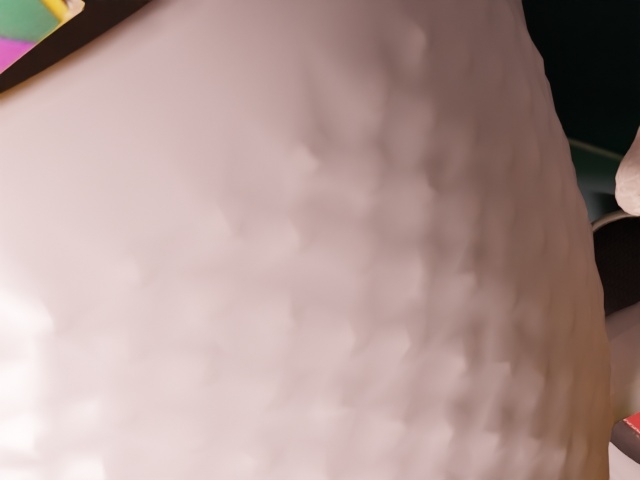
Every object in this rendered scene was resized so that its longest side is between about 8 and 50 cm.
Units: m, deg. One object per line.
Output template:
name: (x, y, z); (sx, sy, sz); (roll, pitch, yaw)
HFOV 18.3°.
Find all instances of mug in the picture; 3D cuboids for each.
mug: (0.000, 0.000, 0.655); (0.374, 0.276, 0.328); (-24, 124, 5)

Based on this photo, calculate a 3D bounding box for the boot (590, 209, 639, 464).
boot: (0.224, 0.085, 0.875); (0.244, 0.088, 0.176); (25, 160, 23)

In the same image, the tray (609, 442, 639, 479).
tray: (0.056, 0.151, 1.116); (0.270, 0.030, 0.145); (-22, 133, 25)

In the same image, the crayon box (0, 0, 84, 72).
crayon box: (-0.233, -0.199, 0.386); (0.363, 0.106, 0.313); (36, -161, -53)

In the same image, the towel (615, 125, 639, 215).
towel: (0.208, -0.064, 0.411); (0.282, 0.187, 0.049); (3, 145, 45)
